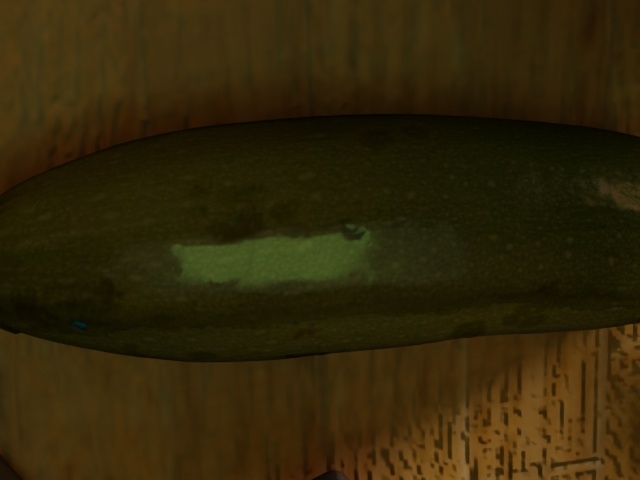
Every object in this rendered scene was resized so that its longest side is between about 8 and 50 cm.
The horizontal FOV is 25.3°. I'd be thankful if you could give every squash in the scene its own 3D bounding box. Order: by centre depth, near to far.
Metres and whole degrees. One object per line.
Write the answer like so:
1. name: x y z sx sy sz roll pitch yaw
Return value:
1. squash: 0.000 0.000 0.511 0.341 0.094 0.094 -1 105 -15

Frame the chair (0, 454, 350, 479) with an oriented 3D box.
1. chair: -0.041 0.143 0.497 0.183 0.175 0.326 -28 117 3
